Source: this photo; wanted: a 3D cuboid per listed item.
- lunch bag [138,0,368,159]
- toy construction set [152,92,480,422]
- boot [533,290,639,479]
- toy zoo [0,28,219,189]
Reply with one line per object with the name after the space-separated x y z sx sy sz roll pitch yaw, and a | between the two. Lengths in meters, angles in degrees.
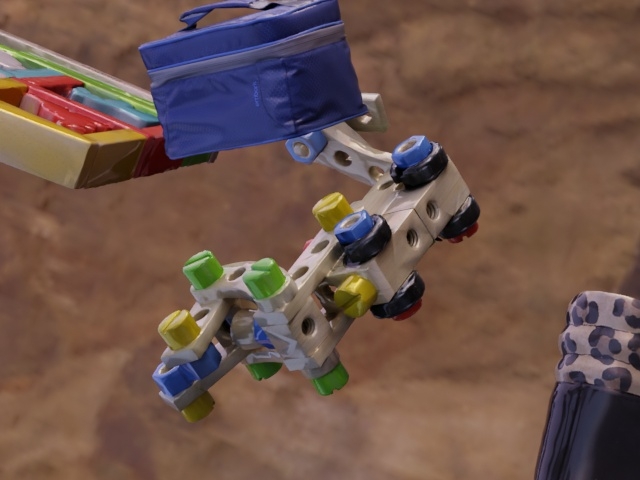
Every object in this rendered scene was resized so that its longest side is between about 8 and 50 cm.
-0.034 -0.078 0.826 0.067 0.098 0.065 -23 -77 -52 | lunch bag
0.000 0.000 1.491 0.215 0.151 0.328 -13 43 44 | toy construction set
0.240 0.208 1.169 0.377 0.138 0.284 23 -103 -41 | boot
-0.188 -0.085 1.092 0.293 0.192 0.030 -24 -44 -74 | toy zoo
